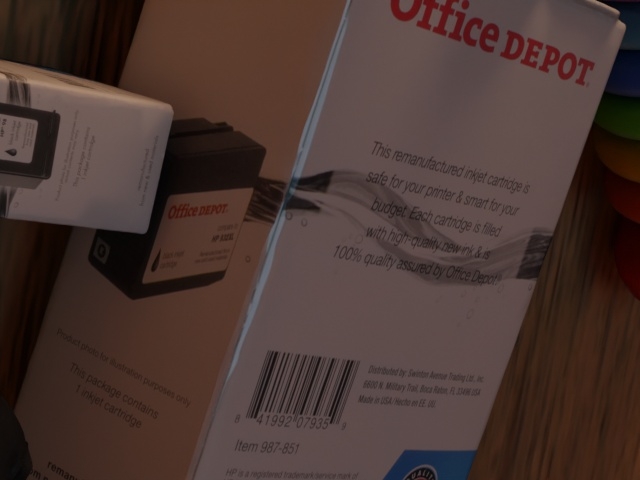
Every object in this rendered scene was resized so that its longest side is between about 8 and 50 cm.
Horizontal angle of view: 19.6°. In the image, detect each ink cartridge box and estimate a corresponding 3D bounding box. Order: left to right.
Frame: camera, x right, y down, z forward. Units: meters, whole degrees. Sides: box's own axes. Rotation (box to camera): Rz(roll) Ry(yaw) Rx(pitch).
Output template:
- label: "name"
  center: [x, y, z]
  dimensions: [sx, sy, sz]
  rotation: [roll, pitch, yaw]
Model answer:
- label: "ink cartridge box"
  center: [-0.166, -0.050, 0.778]
  dimensions: [0.180, 0.104, 0.060]
  rotation: [7, 99, -44]
- label: "ink cartridge box"
  center: [0.000, 0.000, 0.906]
  dimensions: [0.223, 0.129, 0.307]
  rotation: [11, 100, -52]

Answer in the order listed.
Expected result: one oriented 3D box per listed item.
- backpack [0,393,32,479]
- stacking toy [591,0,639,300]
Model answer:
- label: "backpack"
  center: [-0.252, 0.105, 0.673]
  dimensions: [0.263, 0.213, 0.276]
  rotation: [-44, 136, -14]
- label: "stacking toy"
  center: [0.205, -0.088, 1.116]
  dimensions: [0.141, 0.141, 0.330]
  rotation: [-37, 131, -30]
